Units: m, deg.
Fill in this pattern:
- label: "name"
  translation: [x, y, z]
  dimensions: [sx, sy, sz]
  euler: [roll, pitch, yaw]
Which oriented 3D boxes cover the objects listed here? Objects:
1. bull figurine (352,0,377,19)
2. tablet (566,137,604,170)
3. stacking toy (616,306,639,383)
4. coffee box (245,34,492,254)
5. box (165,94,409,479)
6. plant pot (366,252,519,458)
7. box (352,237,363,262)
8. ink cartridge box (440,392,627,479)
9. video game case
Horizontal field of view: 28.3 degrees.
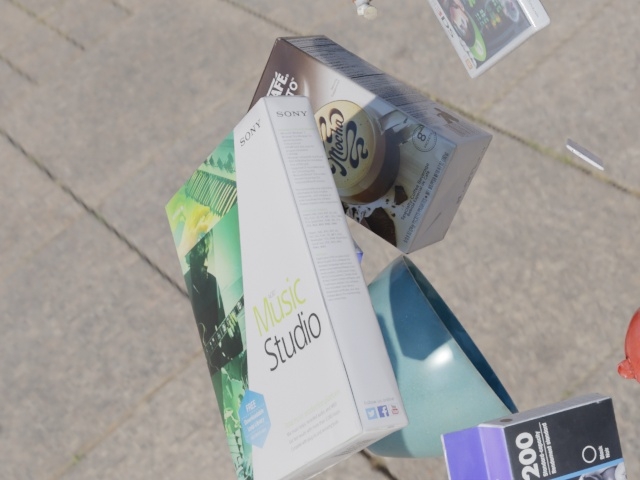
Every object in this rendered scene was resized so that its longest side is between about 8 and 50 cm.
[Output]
- label: "bull figurine"
  translation: [0.180, -0.416, 1.872]
  dimensions: [0.310, 0.101, 0.188]
  euler: [-12, 30, 12]
- label: "tablet"
  translation: [0.326, -0.106, 1.565]
  dimensions: [0.006, 0.054, 0.083]
  euler: [-57, -4, 14]
- label: "stacking toy"
  translation: [0.438, 0.070, 1.315]
  dimensions: [0.130, 0.309, 0.279]
  euler: [-51, 28, 40]
- label: "coffee box"
  translation: [0.054, -0.135, 1.694]
  dimensions: [0.297, 0.168, 0.119]
  euler: [33, 26, 22]
- label: "box"
  translation: [-0.044, 0.059, 1.188]
  dimensions: [0.232, 0.058, 0.322]
  euler: [-41, 59, 50]
- label: "plant pot"
  translation: [0.121, 0.191, 1.777]
  dimensions: [0.195, 0.290, 0.290]
  euler: [-36, 39, 7]
- label: "box"
  translation: [0.000, 0.000, 1.693]
  dimensions: [0.081, 0.028, 0.136]
  euler: [-1, 28, -24]
- label: "ink cartridge box"
  translation: [0.249, 0.292, 1.411]
  dimensions: [0.208, 0.206, 0.045]
  euler: [-11, 1, -21]
- label: "video game case"
  translation: [0.132, -0.248, 1.174]
  dimensions: [0.022, 0.173, 0.190]
  euler: [-30, 0, -12]
